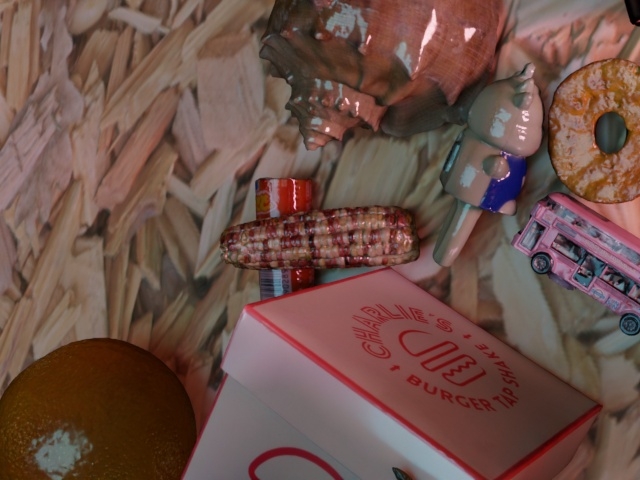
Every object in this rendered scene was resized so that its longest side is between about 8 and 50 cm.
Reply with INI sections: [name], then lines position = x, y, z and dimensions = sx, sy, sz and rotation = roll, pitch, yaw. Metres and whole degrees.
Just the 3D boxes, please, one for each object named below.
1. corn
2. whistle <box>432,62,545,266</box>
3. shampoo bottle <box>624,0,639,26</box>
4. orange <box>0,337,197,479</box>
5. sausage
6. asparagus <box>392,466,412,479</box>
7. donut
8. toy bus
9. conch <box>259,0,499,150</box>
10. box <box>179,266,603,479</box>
[corn]
position = 0.000, 0.000, 1.320
dimensions = 0.237, 0.079, 0.080
rotation = -4, 92, 7
[whistle]
position = 0.186, -0.082, 1.235
dimensions = 0.092, 0.110, 0.244
rotation = 20, 105, -7
[shampoo bottle]
position = 0.332, -0.388, 1.126
dimensions = 0.129, 0.084, 0.323
rotation = -16, 86, 11
[orange]
position = -0.290, 0.265, 1.451
dimensions = 0.274, 0.274, 0.274
rotation = 3, 95, 31
[sausage]
position = -0.040, 0.057, 1.394
dimensions = 0.074, 0.074, 0.274
rotation = -2, 93, 31
[asparagus]
position = 0.110, 0.269, 0.989
dimensions = 0.163, 0.016, 0.016
rotation = 58, 148, 10
[donut]
position = 0.312, -0.115, 1.178
dimensions = 0.152, 0.058, 0.152
rotation = 3, 97, 31
[toy bus]
position = 0.306, 0.029, 1.192
dimensions = 0.203, 0.063, 0.090
rotation = 35, 107, 22
[conch]
position = 0.073, -0.242, 1.253
dimensions = 0.263, 0.186, 0.324
rotation = 25, 108, 8
[box]
position = 0.064, 0.244, 1.209
dimensions = 0.312, 0.314, 0.300
rotation = 33, 112, 25
